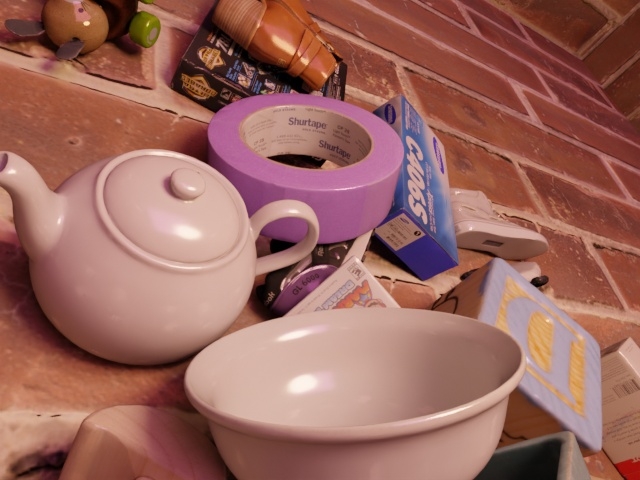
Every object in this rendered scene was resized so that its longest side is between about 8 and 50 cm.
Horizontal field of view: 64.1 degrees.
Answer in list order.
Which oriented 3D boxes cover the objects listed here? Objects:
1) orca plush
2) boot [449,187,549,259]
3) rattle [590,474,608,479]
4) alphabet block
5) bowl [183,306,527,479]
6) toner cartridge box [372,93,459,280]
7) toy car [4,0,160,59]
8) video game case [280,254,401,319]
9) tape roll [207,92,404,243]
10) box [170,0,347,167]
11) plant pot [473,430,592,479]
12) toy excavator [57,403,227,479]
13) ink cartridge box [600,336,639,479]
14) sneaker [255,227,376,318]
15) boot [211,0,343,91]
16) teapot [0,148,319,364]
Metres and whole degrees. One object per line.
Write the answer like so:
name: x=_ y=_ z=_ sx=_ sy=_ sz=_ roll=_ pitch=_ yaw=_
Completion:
orca plush: x=0.310 y=0.111 z=0.877 sx=0.287 sy=0.151 sz=0.102 roll=-17 pitch=102 yaw=-61
boot: x=0.357 y=-0.041 z=1.050 sx=0.258 sy=0.095 sz=0.123 roll=12 pitch=55 yaw=-29
rattle: x=0.355 y=0.430 z=0.689 sx=0.130 sy=0.143 sz=0.200 roll=21 pitch=51 yaw=26
alphabet block: x=0.219 y=0.178 z=0.674 sx=0.193 sy=0.197 sz=0.192 roll=42 pitch=39 yaw=-1
bowl: x=0.033 y=0.162 z=0.470 sx=0.297 sy=0.297 sz=0.134 roll=-11 pitch=100 yaw=-43
toner cartridge box: x=0.169 y=-0.111 z=0.948 sx=0.165 sy=0.075 sz=0.348 roll=42 pitch=36 yaw=-30
toy car: x=-0.346 y=-0.330 z=0.729 sx=0.155 sy=0.149 sz=0.188 roll=27 pitch=53 yaw=1
video game case: x=0.029 y=0.122 z=0.618 sx=0.143 sy=0.157 sz=0.019 roll=49 pitch=-4 yaw=-1
tape roll: x=-0.024 y=-0.115 z=0.739 sx=0.274 sy=0.090 sz=0.275 roll=5 pitch=38 yaw=-4
box: x=-0.093 y=-0.310 z=0.951 sx=0.293 sy=0.073 sz=0.296 roll=25 pitch=44 yaw=-18
plant pot: x=0.132 y=0.345 z=0.399 sx=0.247 sy=0.247 sz=0.252 roll=-7 pitch=70 yaw=-62
toy excavator: x=-0.263 y=0.211 z=0.223 sx=0.445 sy=0.222 sz=0.433 roll=23 pitch=14 yaw=-18
ink cartridge box: x=0.533 y=0.300 z=0.862 sx=0.078 sy=0.134 sz=0.231 roll=-14 pitch=66 yaw=-45
sneaker: x=0.000 y=0.000 z=0.732 sx=0.124 sy=0.107 sz=0.283 roll=30 pitch=42 yaw=-6
boot: x=-0.043 y=-0.404 z=0.932 sx=0.220 sy=0.109 sz=0.283 roll=32 pitch=44 yaw=-10
teapot: x=-0.162 y=-0.005 z=0.540 sx=0.252 sy=0.187 sz=0.256 roll=42 pitch=39 yaw=-1
